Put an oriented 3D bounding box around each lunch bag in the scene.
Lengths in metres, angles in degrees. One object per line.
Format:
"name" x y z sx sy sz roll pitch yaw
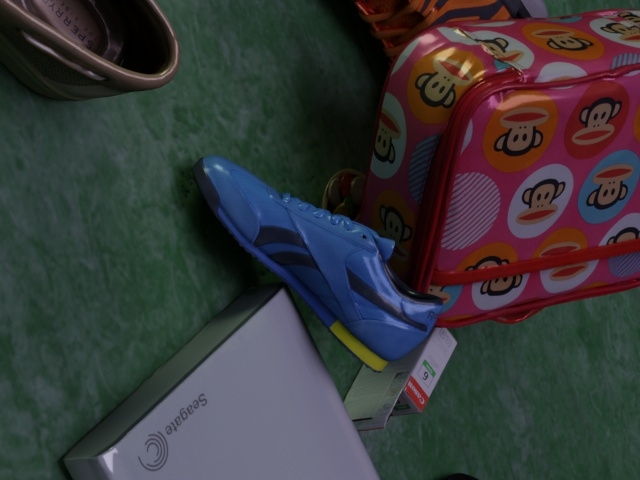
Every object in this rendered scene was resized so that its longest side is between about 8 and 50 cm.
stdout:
"lunch bag" 0.169 -0.044 1.442 0.293 0.120 0.258 -10 126 -33

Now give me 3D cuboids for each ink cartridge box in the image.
"ink cartridge box" 0.056 0.115 1.433 0.029 0.063 0.115 52 48 -26

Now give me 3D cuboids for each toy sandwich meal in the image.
"toy sandwich meal" 0.034 -0.018 1.461 0.085 0.029 0.086 13 72 -47

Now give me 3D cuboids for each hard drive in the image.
"hard drive" -0.025 0.239 1.325 0.233 0.047 0.353 -43 114 -45

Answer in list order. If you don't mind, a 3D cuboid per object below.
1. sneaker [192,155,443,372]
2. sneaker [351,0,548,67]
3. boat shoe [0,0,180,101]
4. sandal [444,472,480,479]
"sneaker" 0.000 0.000 1.336 0.209 0.082 0.069 44 14 -5
"sneaker" 0.080 -0.170 1.475 0.321 0.124 0.180 31 59 -42
"boat shoe" -0.213 -0.215 1.137 0.341 0.110 0.122 43 67 -37
"sandal" 0.108 0.228 1.474 0.040 0.067 0.179 -59 158 17
